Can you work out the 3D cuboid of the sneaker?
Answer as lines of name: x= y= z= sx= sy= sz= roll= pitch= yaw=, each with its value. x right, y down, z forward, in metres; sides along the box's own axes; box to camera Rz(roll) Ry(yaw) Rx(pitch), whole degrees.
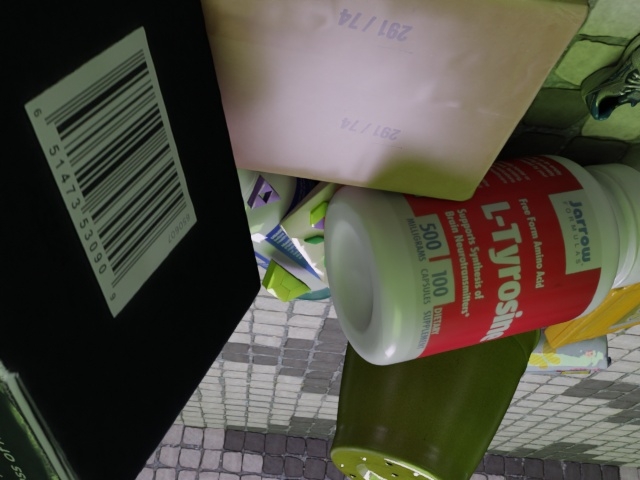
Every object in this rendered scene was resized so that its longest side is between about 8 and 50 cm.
sneaker: x=0.357 y=-0.182 z=0.744 sx=0.052 sy=0.058 sz=0.135 roll=15 pitch=150 yaw=-18

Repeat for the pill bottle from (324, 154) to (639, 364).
pill bottle: x=0.227 y=0.011 z=0.864 sx=0.407 sy=0.229 sz=0.229 roll=-10 pitch=156 yaw=-17

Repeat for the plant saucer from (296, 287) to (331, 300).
plant saucer: x=-0.027 y=0.091 z=1.346 sx=0.119 sy=0.021 sz=0.119 roll=3 pitch=152 yaw=2

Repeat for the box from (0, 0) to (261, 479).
box: x=-0.345 y=-0.086 z=0.513 sx=0.471 sy=0.297 sz=0.480 roll=9 pitch=131 yaw=20

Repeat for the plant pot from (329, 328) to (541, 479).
plant pot: x=0.183 y=0.278 z=1.214 sx=0.366 sy=0.353 sz=0.367 roll=18 pitch=147 yaw=12

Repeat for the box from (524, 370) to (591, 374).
box: x=0.534 y=0.280 z=1.592 sx=0.233 sy=0.044 sz=0.159 roll=-4 pitch=151 yaw=15

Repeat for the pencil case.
pencil case: x=0.478 y=0.221 z=1.422 sx=0.273 sy=0.124 sz=0.114 roll=-6 pitch=111 yaw=16

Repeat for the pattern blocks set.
pattern blocks set: x=0.032 y=-0.024 z=0.927 sx=0.285 sy=0.026 sz=0.324 roll=-50 pitch=136 yaw=8

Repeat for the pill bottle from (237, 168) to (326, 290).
pill bottle: x=-0.072 y=-0.042 z=0.969 sx=0.152 sy=0.152 sz=0.272 roll=-14 pitch=146 yaw=30

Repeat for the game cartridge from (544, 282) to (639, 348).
game cartridge: x=0.569 y=0.079 z=1.094 sx=0.323 sy=0.053 sz=0.285 roll=-15 pitch=154 yaw=-11

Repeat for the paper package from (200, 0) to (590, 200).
paper package: x=0.043 y=-0.200 z=0.642 sx=0.324 sy=0.168 sz=0.309 roll=8 pitch=150 yaw=-5
